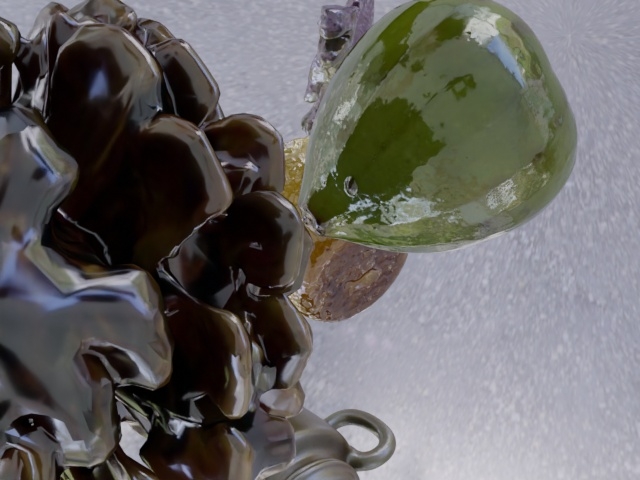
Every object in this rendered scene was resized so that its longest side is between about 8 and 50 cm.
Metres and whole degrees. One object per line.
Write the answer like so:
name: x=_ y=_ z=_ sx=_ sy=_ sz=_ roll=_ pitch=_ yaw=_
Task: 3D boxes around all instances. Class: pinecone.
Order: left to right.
pinecone: x=-0.212 y=0.043 z=0.723 sx=0.397 sy=0.398 sz=0.398 roll=2 pitch=100 yaw=12

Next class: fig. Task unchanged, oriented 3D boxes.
fig: x=0.082 y=-0.077 z=0.915 sx=0.225 sy=0.203 sz=0.203 roll=-37 pitch=91 yaw=-6

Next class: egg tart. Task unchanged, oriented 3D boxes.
egg tart: x=0.000 y=0.000 z=1.284 sx=0.147 sy=0.202 sz=0.203 roll=45 pitch=108 yaw=35

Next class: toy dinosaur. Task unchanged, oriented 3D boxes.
toy dinosaur: x=0.039 y=-0.206 z=1.109 sx=0.072 sy=0.251 sz=0.200 roll=18 pitch=135 yaw=17

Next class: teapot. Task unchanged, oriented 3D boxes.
teapot: x=-0.025 y=0.276 z=1.252 sx=0.175 sy=0.267 sz=0.186 roll=30 pitch=143 yaw=41
